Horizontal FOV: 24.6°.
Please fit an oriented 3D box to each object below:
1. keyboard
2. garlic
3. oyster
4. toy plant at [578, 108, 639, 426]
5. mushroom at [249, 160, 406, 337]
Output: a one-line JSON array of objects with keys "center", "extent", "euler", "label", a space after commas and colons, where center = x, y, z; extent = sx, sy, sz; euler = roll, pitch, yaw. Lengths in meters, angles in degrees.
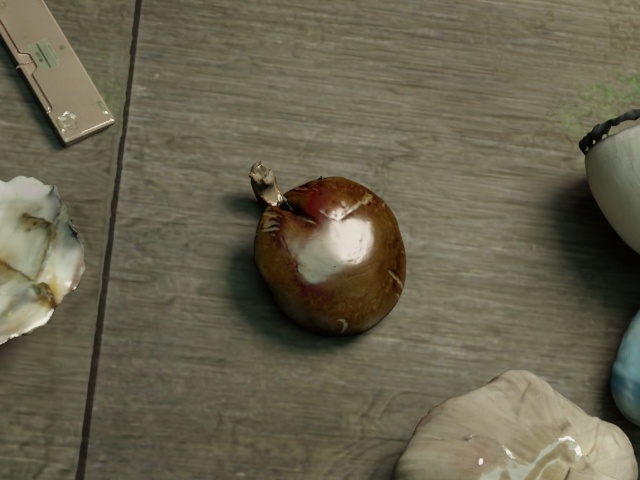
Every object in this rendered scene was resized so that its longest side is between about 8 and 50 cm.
[{"center": [-0.244, -0.159, 1.293], "extent": [0.055, 0.017, 0.166], "euler": [-26, 76, -24], "label": "keyboard"}, {"center": [0.173, 0.197, 1.135], "extent": [0.218, 0.212, 0.219], "euler": [5, 71, -16], "label": "garlic"}, {"center": [-0.310, 0.036, 1.161], "extent": [0.271, 0.100, 0.275], "euler": [-32, 66, -23], "label": "oyster"}, {"center": [0.358, 0.053, 1.237], "extent": [0.247, 0.247, 0.332], "euler": [-4, 77, -13], "label": "toy plant"}, {"center": [0.000, -0.001, 1.248], "extent": [0.170, 0.080, 0.135], "euler": [45, 58, 4], "label": "mushroom"}]
